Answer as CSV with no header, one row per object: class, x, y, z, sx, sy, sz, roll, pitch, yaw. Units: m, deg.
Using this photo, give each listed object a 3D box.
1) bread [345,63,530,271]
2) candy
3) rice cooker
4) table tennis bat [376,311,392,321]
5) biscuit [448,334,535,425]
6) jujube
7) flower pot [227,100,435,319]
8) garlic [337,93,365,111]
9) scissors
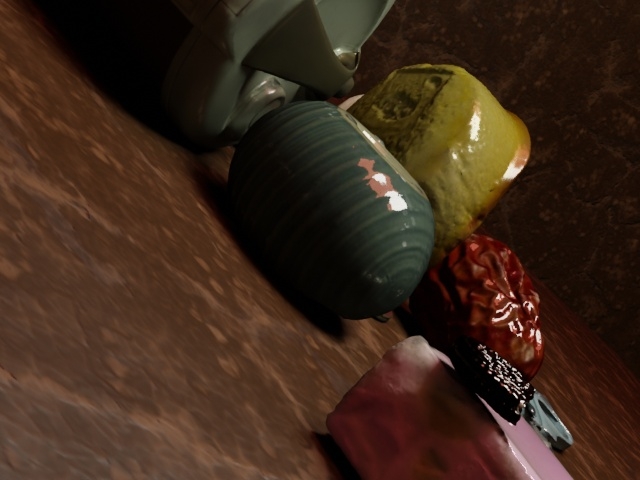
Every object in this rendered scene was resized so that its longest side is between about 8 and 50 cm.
bread,0.110,-0.083,1.398,0.148,0.270,0.270,45,10,-32
candy,0.131,0.204,0.860,0.265,0.116,0.155,53,13,32
rice cooker,-0.091,-0.285,1.262,0.325,0.335,0.335,49,11,11
table tennis bat,0.000,0.000,1.391,0.246,0.022,0.138,51,10,11
biscuit,0.127,0.102,0.852,0.087,0.027,0.089,34,10,-39
jujube,0.193,0.095,1.436,0.155,0.155,0.230,40,21,-32
flower pot,0.012,-0.034,1.179,0.243,0.157,0.189,50,12,30
garlic,0.066,-0.086,1.651,0.178,0.143,0.229,4,67,-19
scissors,0.288,0.253,1.537,0.191,0.029,0.360,45,10,-12
